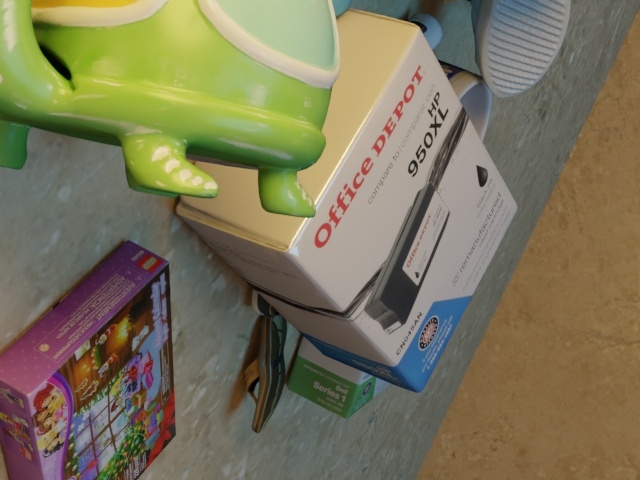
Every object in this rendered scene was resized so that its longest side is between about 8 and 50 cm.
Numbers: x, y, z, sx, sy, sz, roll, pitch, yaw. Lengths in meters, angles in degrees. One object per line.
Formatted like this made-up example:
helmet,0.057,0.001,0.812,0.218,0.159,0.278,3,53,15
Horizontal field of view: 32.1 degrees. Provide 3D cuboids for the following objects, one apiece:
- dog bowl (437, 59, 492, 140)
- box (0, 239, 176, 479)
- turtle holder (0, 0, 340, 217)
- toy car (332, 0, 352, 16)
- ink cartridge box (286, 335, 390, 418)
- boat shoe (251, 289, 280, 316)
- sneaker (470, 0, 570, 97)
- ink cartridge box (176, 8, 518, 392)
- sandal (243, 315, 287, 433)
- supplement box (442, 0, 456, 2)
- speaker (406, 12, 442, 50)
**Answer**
dog bowl,0.148,-0.135,1.645,0.265,0.104,0.265,-51,156,-32
box,-0.229,0.168,1.127,0.201,0.057,0.293,-47,154,-38
turtle holder,-0.133,-0.151,0.789,0.320,0.243,0.227,10,90,-30
toy car,0.120,-0.304,1.105,0.210,0.238,0.219,-47,166,-41
ink cartridge box,0.075,0.108,1.738,0.201,0.117,0.278,-23,135,-62
boat shoe,0.000,0.000,1.470,0.254,0.079,0.095,-55,159,-23
sneaker,0.250,-0.374,1.509,0.135,0.150,0.366,-14,132,-10
ink cartridge box,0.051,-0.038,1.285,0.285,0.166,0.395,-60,145,-14
sandal,-0.081,0.177,1.543,0.072,0.049,0.180,-33,129,-65
supplement box,0.210,-0.400,1.278,0.191,0.129,0.194,-12,132,-14
speaker,0.109,-0.248,1.478,0.136,0.055,0.055,-48,155,-37
